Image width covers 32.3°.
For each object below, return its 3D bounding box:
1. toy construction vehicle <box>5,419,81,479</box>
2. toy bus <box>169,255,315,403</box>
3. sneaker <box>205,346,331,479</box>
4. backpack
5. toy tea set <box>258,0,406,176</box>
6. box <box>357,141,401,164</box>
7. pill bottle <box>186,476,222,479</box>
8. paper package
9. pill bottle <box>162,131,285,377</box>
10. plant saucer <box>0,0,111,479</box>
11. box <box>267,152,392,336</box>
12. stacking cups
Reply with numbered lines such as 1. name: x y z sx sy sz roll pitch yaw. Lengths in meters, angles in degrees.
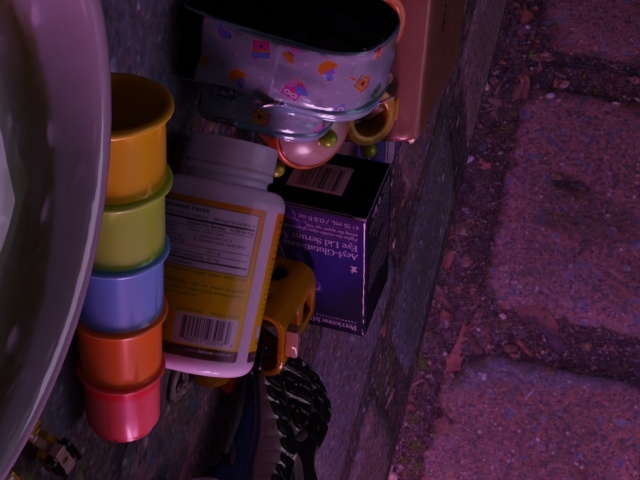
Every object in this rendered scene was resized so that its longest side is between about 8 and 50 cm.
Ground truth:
1. toy construction vehicle: -0.229 0.186 0.851 0.086 0.035 0.098 -59 156 -25
2. toy bus: -0.072 0.101 1.245 0.191 0.104 0.202 47 55 -73
3. sneaker: -0.079 0.259 1.347 0.130 0.147 0.330 41 34 -31
4. backpack: -0.023 -0.176 1.033 0.166 0.188 0.144 -59 156 -56
5. toy tea set: 0.029 -0.222 1.172 0.200 0.124 0.336 -15 123 -29
6. box: 0.095 -0.159 1.839 0.225 0.037 0.136 -64 160 -49
7. pill bottle: -0.146 0.346 1.114 0.221 0.121 0.121 -50 149 -63
8. paper package: 0.088 -0.333 1.397 0.309 0.168 0.324 -60 157 -56
9. pill bottle: -0.101 0.012 1.029 0.117 0.117 0.215 9 93 -76
10. plant saucer: -0.231 -0.014 0.523 0.400 0.101 0.400 12 90 -76
11. box: 0.000 0.000 1.347 0.207 0.153 0.108 87 20 -43
12. stacking cups: -0.155 0.031 0.869 0.096 0.096 0.316 -60 157 -53
